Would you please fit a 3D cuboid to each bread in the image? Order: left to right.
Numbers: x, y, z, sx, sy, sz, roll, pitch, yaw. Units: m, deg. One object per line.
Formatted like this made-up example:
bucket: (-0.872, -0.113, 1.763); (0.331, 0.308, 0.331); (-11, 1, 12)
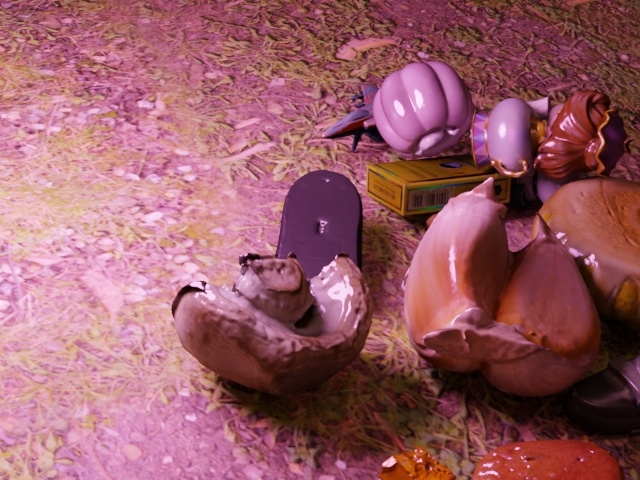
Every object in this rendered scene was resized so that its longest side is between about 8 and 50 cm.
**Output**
bread: (0.275, 0.319, 1.405); (0.199, 0.104, 0.199); (-12, 29, 7)
bread: (0.488, 0.026, 1.886); (0.333, 0.160, 0.333); (8, 33, -5)

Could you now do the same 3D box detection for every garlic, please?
garlic: (0.255, 0.086, 1.689); (0.286, 0.249, 0.313); (-6, 35, 14)

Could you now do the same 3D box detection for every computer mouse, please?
computer mouse: (0.000, 0.000, 1.851); (0.138, 0.086, 0.269); (3, 43, 3)

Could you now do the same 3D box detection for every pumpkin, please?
pumpkin: (0.123, 0.307, 1.482); (0.074, 0.054, 0.083); (38, 22, 28)

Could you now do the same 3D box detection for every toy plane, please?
toy plane: (0.113, -0.225, 2.190); (0.223, 0.104, 0.326); (34, 45, 30)

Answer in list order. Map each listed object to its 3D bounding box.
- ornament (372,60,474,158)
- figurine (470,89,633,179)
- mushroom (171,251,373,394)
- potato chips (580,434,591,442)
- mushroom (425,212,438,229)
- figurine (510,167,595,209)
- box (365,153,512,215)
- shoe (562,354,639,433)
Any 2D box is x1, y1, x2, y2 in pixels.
ornament: (0.185, -0.225, 2.056); (0.178, 0.177, 0.177); (7, 35, -5)
figurine: (0.391, -0.173, 1.953); (0.264, 0.142, 0.189); (0, 53, 20)
mushroom: (-0.060, 0.129, 1.582); (0.267, 0.189, 0.164); (0, 55, -39)
potato chips: (0.345, 0.385, 1.426); (0.080, 0.057, 0.407); (12, 35, 6)
mushroom: (0.284, 0.032, 1.901); (0.068, 0.043, 0.306); (19, 12, -46)
figurine: (0.413, -0.108, 2.089); (0.192, 0.147, 0.126); (13, 51, 36)
box: (0.208, -0.100, 2.042); (0.220, 0.064, 0.141); (-5, 19, -24)
shoe: (0.489, 0.183, 1.675); (0.293, 0.149, 0.109); (-6, 39, -25)
